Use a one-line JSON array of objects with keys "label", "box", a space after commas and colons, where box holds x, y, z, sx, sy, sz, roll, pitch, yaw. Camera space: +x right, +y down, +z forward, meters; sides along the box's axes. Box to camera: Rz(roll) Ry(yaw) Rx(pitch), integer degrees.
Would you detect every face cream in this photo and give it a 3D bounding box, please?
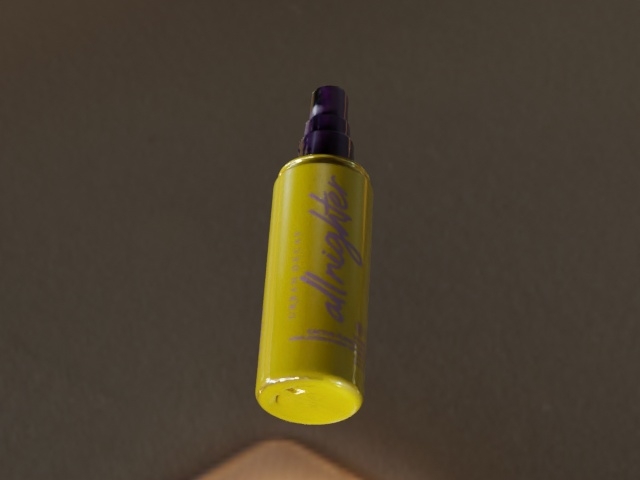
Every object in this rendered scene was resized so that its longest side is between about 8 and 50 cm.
[{"label": "face cream", "box": [0.000, 0.000, 1.165, 0.078, 0.078, 0.273, 2, -122, 4]}]
